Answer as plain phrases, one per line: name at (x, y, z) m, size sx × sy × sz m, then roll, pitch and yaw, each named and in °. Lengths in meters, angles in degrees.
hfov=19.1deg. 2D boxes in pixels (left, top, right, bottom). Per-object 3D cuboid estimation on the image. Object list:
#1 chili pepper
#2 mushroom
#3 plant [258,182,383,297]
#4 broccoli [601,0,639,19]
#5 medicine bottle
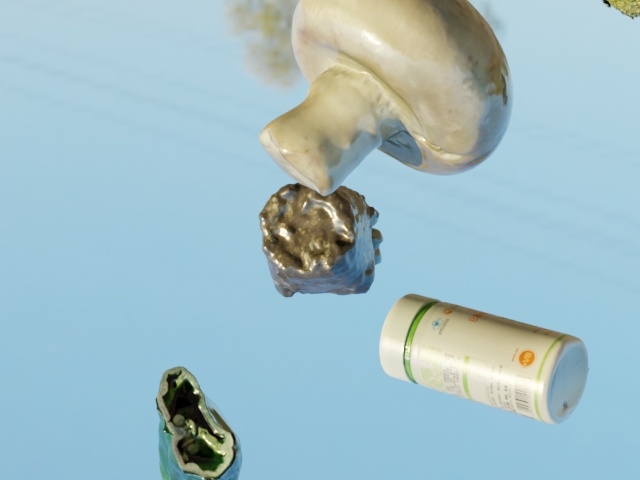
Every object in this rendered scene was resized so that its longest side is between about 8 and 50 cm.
chili pepper at (-0.143, 0.254, 2.249) m, size 0.099 × 0.270 × 0.136 m, roll -42°, pitch -106°, yaw -13°
mushroom at (0.052, -0.135, 1.785) m, size 0.243 × 0.244 × 0.243 m, roll 3°, pitch -163°, yaw -1°
plant at (0.000, 0.000, 2.202) m, size 0.129 × 0.132 × 0.194 m, roll 1°, pitch 173°, yaw 14°
broccoli at (0.197, -0.188, 1.086) m, size 0.131 × 0.130 × 0.120 m, roll -10°, pitch 163°, yaw -18°
medicine bottle at (0.153, 0.110, 1.788) m, size 0.183 × 0.086 × 0.086 m, roll 15°, pitch -160°, yaw 33°
